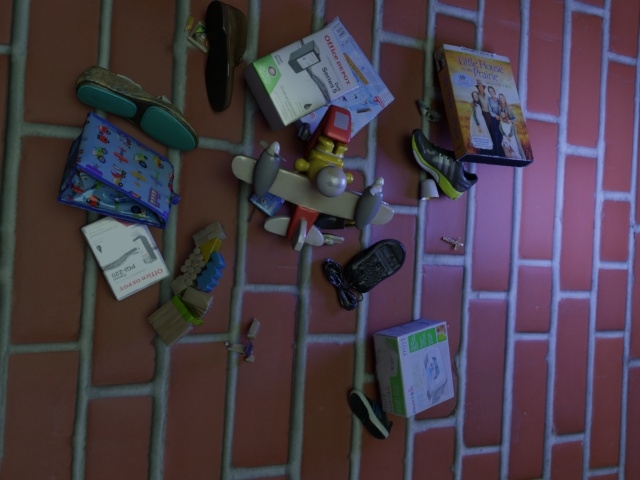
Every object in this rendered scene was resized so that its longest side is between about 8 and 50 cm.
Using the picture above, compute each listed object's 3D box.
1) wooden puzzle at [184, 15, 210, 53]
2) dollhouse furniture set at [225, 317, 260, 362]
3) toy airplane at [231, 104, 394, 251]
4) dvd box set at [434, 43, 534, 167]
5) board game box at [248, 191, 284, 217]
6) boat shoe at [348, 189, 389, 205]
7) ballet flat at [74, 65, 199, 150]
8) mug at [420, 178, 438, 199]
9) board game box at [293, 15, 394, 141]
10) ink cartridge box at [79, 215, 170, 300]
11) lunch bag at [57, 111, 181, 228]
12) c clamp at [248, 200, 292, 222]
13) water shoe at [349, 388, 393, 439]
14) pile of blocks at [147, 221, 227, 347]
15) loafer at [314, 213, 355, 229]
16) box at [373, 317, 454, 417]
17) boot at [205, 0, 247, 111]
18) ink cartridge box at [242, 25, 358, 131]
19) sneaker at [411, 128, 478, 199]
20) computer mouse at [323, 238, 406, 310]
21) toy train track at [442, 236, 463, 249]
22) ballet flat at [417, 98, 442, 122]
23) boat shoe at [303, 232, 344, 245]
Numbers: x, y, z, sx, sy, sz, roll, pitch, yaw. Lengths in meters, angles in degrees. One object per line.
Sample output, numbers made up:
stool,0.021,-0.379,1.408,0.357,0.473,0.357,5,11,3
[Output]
wooden puzzle,-0.342,-0.593,1.698,0.116,0.014,0.079,28,79,-23
dollhouse furniture set,-0.230,0.293,1.757,0.081,0.091,0.114,10,57,15
toy airplane,-0.012,-0.148,1.665,0.386,0.272,0.385,-28,105,-13
dvd box set,0.564,-0.462,2.015,0.307,0.062,0.421,2,70,-26
board game box,-0.157,-0.129,1.765,0.090,0.020,0.090,38,71,-14
boat shoe,0.152,-0.128,1.903,0.184,0.066,0.063,23,67,-21
ballet flat,-0.482,-0.367,1.590,0.348,0.123,0.123,24,80,-25
mug,0.372,-0.174,2.012,0.062,0.078,0.064,-7,83,8
board game box,0.028,-0.476,1.838,0.318,0.066,0.319,-43,107,-18
ink cartridge box,-0.525,0.032,1.575,0.158,0.092,0.218,-28,103,-22
lunch bag,-0.498,-0.165,1.522,0.293,0.138,0.221,23,39,-30
c clamp,-0.129,-0.087,1.797,0.160,0.022,0.137,25,75,-21
water shoe,0.164,0.556,1.917,0.080,0.072,0.203,-45,109,-45
pile of blocks,-0.334,0.131,1.642,0.148,0.112,0.362,23,81,20
loafer,0.061,-0.063,1.850,0.170,0.061,0.062,-14,128,-22
box,0.304,0.411,1.920,0.231,0.126,0.262,-9,94,-37
boot,-0.262,-0.524,1.692,0.115,0.112,0.306,-4,99,-49
ink cartridge box,-0.056,-0.470,1.701,0.272,0.114,0.199,-33,103,-19
sneaker,0.418,-0.274,1.974,0.300,0.121,0.111,42,38,-23
computer mouse,0.150,0.084,1.903,0.272,0.072,0.189,-31,105,-9
toy train track,0.469,0.005,2.074,0.083,0.014,0.048,20,89,-18
ballet flat,0.371,-0.441,2.014,0.114,0.041,0.041,31,78,-21
boat shoe,0.000,0.000,1.837,0.152,0.056,0.048,6,95,-22
